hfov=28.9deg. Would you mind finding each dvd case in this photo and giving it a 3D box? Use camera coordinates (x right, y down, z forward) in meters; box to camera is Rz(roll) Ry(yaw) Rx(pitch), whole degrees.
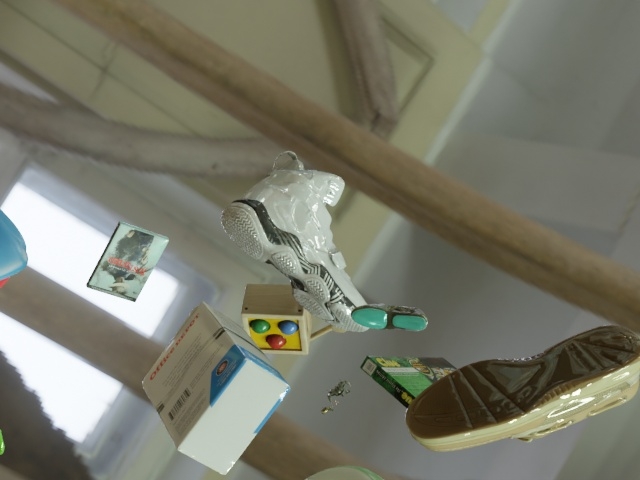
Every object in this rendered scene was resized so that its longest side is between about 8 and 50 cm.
[{"bbox_3d":[-0.297,0.034,1.910,0.119,0.087,0.013,-58,-147,17],"label":"dvd case"}]

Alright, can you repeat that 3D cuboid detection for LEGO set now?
[{"bbox_3d":[0.025,0.270,2.183,0.054,0.023,0.083,-33,-168,28],"label":"LEGO set"}]

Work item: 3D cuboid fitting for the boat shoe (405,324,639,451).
[{"bbox_3d":[0.283,0.225,1.683,0.341,0.110,0.121,-16,-142,-8],"label":"boat shoe"}]

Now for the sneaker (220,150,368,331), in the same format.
[{"bbox_3d":[0.000,0.000,2.376,0.210,0.366,0.137,-53,-165,-22],"label":"sneaker"}]

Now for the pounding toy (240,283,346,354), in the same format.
[{"bbox_3d":[-0.047,0.184,2.535,0.206,0.181,0.094,2,-133,7],"label":"pounding toy"}]

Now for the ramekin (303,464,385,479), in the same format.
[{"bbox_3d":[0.032,0.486,1.858,0.303,0.148,0.303,-31,-147,23],"label":"ramekin"}]

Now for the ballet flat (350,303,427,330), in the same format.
[{"bbox_3d":[0.102,0.112,1.846,0.041,0.114,0.041,7,90,-88],"label":"ballet flat"}]

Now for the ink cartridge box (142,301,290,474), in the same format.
[{"bbox_3d":[-0.143,0.191,1.647,0.148,0.086,0.203,-53,-153,3],"label":"ink cartridge box"}]

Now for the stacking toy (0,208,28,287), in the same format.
[{"bbox_3d":[-0.540,0.090,1.777,0.175,0.166,0.302,43,-48,22],"label":"stacking toy"}]

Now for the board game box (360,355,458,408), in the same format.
[{"bbox_3d":[0.184,0.241,2.065,0.136,0.260,0.030,42,-72,30],"label":"board game box"}]

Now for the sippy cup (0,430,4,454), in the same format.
[{"bbox_3d":[-0.588,0.346,1.746,0.224,0.240,0.305,-4,-129,33],"label":"sippy cup"}]
